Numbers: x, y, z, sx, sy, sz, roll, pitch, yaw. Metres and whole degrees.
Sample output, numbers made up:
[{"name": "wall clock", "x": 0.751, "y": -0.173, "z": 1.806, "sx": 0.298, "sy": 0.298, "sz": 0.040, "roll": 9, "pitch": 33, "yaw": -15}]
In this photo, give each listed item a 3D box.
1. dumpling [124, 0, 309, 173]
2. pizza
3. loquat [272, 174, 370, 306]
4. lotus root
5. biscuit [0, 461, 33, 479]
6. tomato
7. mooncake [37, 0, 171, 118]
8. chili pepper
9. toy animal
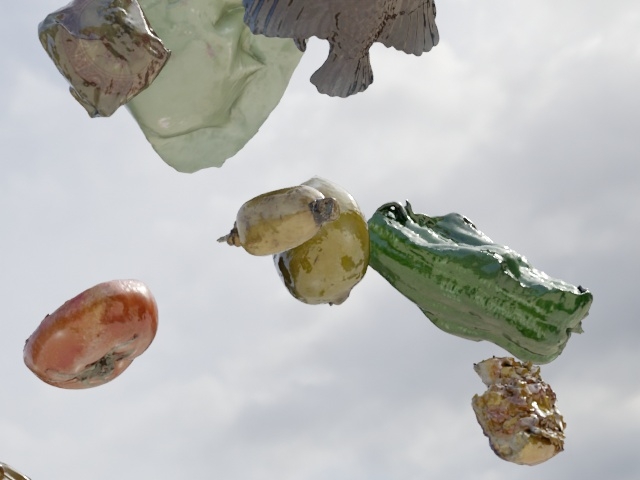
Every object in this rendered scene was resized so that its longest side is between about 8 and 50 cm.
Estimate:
[{"name": "dumpling", "x": -0.174, "y": -0.280, "z": 1.908, "sx": 0.270, "sy": 0.212, "sz": 0.320, "roll": -44, "pitch": -27, "yaw": -16}, {"name": "pizza", "x": 0.296, "y": 0.238, "z": 2.172, "sx": 0.085, "sy": 0.161, "sz": 0.305, "roll": -44, "pitch": 6, "yaw": 19}, {"name": "loquat", "x": 0.000, "y": 0.000, "z": 2.144, "sx": 0.152, "sy": 0.195, "sz": 0.152, "roll": -12, "pitch": -12, "yaw": -3}, {"name": "lotus root", "x": -0.048, "y": -0.022, "z": 1.578, "sx": 0.152, "sy": 0.072, "sz": 0.063, "roll": -19, "pitch": -51, "yaw": 30}, {"name": "biscuit", "x": -0.428, "y": 0.243, "z": 1.568, "sx": 0.103, "sy": 0.332, "sz": 0.332, "roll": -62, "pitch": -20, "yaw": -15}, {"name": "tomato", "x": -0.356, "y": 0.165, "z": 2.404, "sx": 0.237, "sy": 0.095, "sz": 0.237, "roll": -31, "pitch": -20, "yaw": -13}, {"name": "mooncake", "x": -0.237, "y": -0.215, "z": 1.651, "sx": 0.073, "sy": 0.130, "sz": 0.125, "roll": -17, "pitch": 24, "yaw": 49}, {"name": "chili pepper", "x": 0.241, "y": 0.070, "z": 2.391, "sx": 0.167, "sy": 0.385, "sz": 0.213, "roll": -62, "pitch": -6, "yaw": 8}, {"name": "toy animal", "x": 0.041, "y": -0.240, "z": 1.458, "sx": 0.218, "sy": 0.116, "sz": 0.179, "roll": 5, "pitch": -40, "yaw": -25}]
